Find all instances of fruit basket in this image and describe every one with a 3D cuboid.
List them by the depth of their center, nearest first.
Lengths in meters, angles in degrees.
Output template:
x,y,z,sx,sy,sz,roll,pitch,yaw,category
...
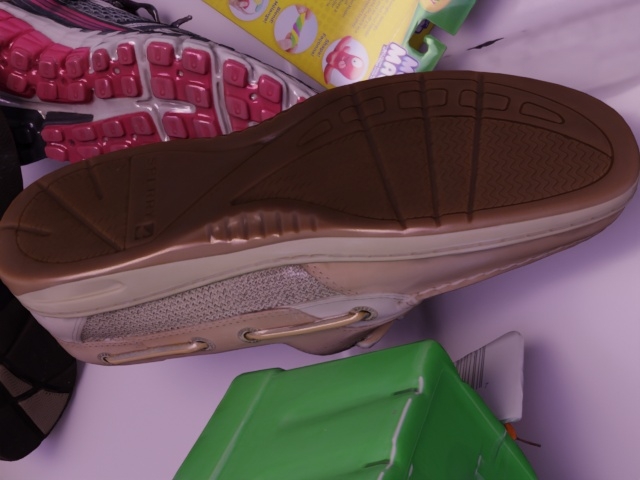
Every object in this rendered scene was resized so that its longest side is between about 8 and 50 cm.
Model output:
x,y,z,sx,sy,sz,roll,pitch,yaw,category
-0.061,0.207,0.536,0.353,0.327,0.165,-39,99,28,fruit basket

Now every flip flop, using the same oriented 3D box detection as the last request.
x,y,z,sx,sy,sz,roll,pitch,yaw,category
-0.211,0.011,0.668,0.080,0.112,0.277,21,141,31,flip flop

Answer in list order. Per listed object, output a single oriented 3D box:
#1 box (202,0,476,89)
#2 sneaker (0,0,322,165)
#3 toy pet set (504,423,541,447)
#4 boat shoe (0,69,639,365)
x,y,z,sx,sy,sz,roll,pitch,yaw,category
0.003,-0.147,0.655,0.179,0.043,0.105,39,105,24,box
-0.104,-0.089,0.675,0.299,0.112,0.120,21,126,13,sneaker
0.103,0.154,0.606,0.114,0.065,0.122,18,92,59,toy pet set
0.000,0.000,0.580,0.302,0.098,0.109,-11,45,11,boat shoe
